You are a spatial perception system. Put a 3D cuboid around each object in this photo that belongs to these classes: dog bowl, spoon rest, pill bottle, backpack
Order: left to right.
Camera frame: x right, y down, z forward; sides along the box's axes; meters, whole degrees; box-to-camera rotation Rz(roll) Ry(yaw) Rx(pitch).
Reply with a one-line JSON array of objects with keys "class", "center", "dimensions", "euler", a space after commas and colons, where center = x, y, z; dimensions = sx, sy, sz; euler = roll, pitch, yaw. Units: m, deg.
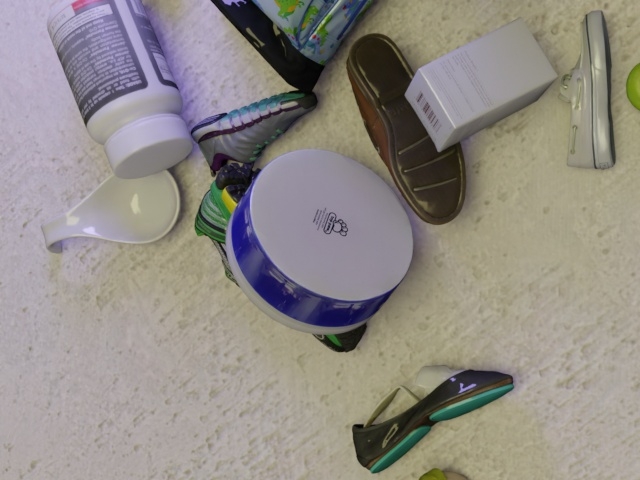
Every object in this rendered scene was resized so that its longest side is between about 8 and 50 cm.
[{"class": "spoon rest", "center": [-0.356, -0.041, 1.996], "dimensions": [0.276, 0.084, 0.137], "euler": [-20, 85, 21]}, {"class": "pill bottle", "center": [-0.319, -0.252, 1.920], "dimensions": [0.161, 0.161, 0.283], "euler": [-28, 76, 19]}, {"class": "backpack", "center": [-0.013, -0.455, 1.785], "dimensions": [0.355, 0.273, 0.290], "euler": [-42, 70, 4]}, {"class": "dog bowl", "center": [0.000, 0.000, 1.760], "dimensions": [0.265, 0.265, 0.104], "euler": [52, 143, 12]}]

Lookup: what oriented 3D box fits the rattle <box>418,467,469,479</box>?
[{"class": "rattle", "center": [0.208, 0.447, 1.807], "dimensions": [0.199, 0.130, 0.143], "euler": [30, 115, -10]}]

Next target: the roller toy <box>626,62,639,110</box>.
[{"class": "roller toy", "center": [0.538, -0.222, 1.617], "dimensions": [0.191, 0.146, 0.209], "euler": [46, 106, 13]}]

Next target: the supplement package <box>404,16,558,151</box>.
[{"class": "supplement package", "center": [0.229, -0.222, 1.716], "dimensions": [0.179, 0.105, 0.105], "euler": [-27, 80, -14]}]

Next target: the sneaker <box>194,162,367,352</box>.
[{"class": "sneaker", "center": [-0.059, 0.042, 1.879], "dimensions": [0.343, 0.134, 0.146], "euler": [49, 128, 11]}]

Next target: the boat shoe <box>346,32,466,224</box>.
[{"class": "boat shoe", "center": [0.132, -0.161, 1.799], "dimensions": [0.110, 0.104, 0.307], "euler": [-19, 80, -8]}]

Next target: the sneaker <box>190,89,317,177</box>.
[{"class": "sneaker", "center": [-0.094, -0.171, 1.908], "dimensions": [0.223, 0.083, 0.098], "euler": [-14, 107, 26]}]

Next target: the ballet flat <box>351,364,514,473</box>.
[{"class": "ballet flat", "center": [0.156, 0.249, 1.809], "dimensions": [0.280, 0.095, 0.096], "euler": [-35, 68, 18]}]

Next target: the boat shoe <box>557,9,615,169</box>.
[{"class": "boat shoe", "center": [0.377, -0.213, 1.712], "dimensions": [0.075, 0.083, 0.226], "euler": [-3, 92, 20]}]
